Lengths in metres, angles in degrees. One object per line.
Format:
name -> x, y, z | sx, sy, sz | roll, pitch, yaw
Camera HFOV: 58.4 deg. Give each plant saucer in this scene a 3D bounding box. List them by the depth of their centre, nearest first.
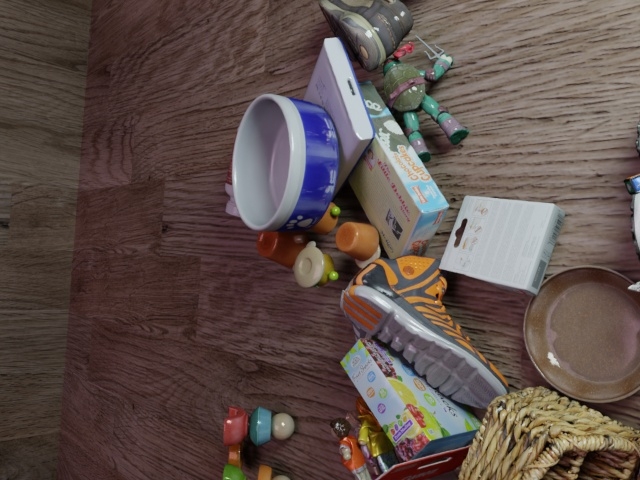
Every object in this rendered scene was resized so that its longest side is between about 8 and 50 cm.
plant saucer -> 0.402, 0.137, 0.849 | 0.198, 0.036, 0.199 | -7, 80, 46

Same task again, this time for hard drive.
hard drive -> 0.016, -0.223, 1.166 | 0.319, 0.040, 0.210 | 126, 129, -67

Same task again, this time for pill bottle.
pill bottle -> -0.168, -0.166, 1.419 | 0.121, 0.121, 0.216 | 23, 102, 45

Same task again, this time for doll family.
doll family -> 0.102, 0.355, 1.047 | 0.118, 0.263, 0.163 | -23, 75, 6

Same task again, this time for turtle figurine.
turtle figurine -> 0.174, -0.270, 1.082 | 0.175, 0.118, 0.234 | -38, 66, 37

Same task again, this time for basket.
basket -> 0.320, 0.383, 0.781 | 0.223, 0.213, 0.299 | 23, 103, 46

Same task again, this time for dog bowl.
dog bowl -> -0.077, -0.149, 1.133 | 0.265, 0.104, 0.265 | -4, 86, 58

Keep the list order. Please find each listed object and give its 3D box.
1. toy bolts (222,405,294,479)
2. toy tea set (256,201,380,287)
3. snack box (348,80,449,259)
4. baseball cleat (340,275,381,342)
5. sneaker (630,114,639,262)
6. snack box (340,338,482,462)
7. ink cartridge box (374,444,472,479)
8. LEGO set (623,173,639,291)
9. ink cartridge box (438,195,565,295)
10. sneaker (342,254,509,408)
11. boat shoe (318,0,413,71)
toy bolts -> -0.140, 0.492, 1.350 | 0.218, 0.158, 0.229 | -100, 12, -79
toy tea set -> 0.000, 0.000, 1.227 | 0.336, 0.124, 0.200 | 33, 102, 45
snack box -> 0.120, -0.127, 1.098 | 0.187, 0.060, 0.322 | 103, 147, -56
baseball cleat -> 0.090, 0.172, 1.163 | 0.109, 0.072, 0.206 | -22, 65, 58
sneaker -> 0.474, -0.067, 0.752 | 0.108, 0.100, 0.272 | 5, 91, 38
snack box -> 0.158, 0.267, 0.992 | 0.070, 0.174, 0.207 | -53, 51, 24
ink cartridge box -> 0.144, 0.417, 0.916 | 0.239, 0.275, 0.060 | -49, 52, 32
LEGO set -> 0.491, -0.013, 0.700 | 0.244, 0.060, 0.183 | 8, 93, 8
ink cartridge box -> 0.297, 0.004, 0.952 | 0.179, 0.045, 0.145 | 13, 80, 55
sneaker -> 0.209, 0.134, 0.993 | 0.321, 0.180, 0.124 | 39, 141, 6
boat shoe -> 0.096, -0.437, 1.146 | 0.130, 0.132, 0.355 | -30, 35, 5
